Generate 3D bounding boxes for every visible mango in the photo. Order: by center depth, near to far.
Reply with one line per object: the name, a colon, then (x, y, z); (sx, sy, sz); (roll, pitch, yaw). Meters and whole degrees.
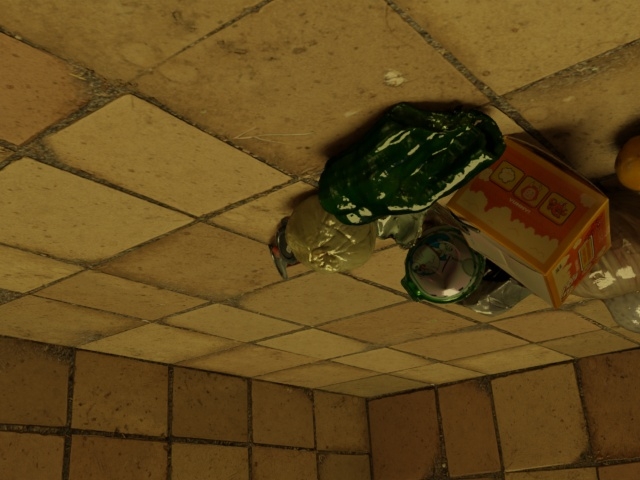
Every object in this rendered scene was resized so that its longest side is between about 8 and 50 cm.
mango: (0.725, -0.159, 1.580); (0.316, 0.119, 0.176); (5, 162, -45)

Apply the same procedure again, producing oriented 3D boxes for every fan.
fan: (0.273, -0.048, 1.566); (0.132, 0.009, 0.220); (40, 180, -27)

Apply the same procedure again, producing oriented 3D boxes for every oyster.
oyster: (0.194, -0.051, 1.815); (0.199, 0.087, 0.252); (-6, 153, 33)

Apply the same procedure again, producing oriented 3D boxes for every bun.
bun: (0.021, -0.006, 1.764); (0.220, 0.134, 0.221); (3, 129, 4)

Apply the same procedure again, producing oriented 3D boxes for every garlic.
garlic: (0.686, 0.003, 1.800); (0.259, 0.317, 0.317); (48, 137, -15)

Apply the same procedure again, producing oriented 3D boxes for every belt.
belt: (0.490, 0.093, 2.056); (0.164, 0.184, 0.289); (17, 134, -37)

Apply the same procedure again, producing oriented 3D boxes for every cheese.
cheese: (0.338, 0.029, 1.843); (0.320, 0.204, 0.083); (-40, 153, 8)

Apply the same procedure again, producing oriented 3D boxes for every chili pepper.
chili pepper: (0.164, -0.139, 1.483); (0.384, 0.168, 0.213); (-23, 154, 36)

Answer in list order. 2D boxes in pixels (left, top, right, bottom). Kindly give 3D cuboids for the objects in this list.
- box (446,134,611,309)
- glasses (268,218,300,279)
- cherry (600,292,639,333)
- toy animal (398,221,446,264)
box: (0.454, -0.036, 1.600); (0.214, 0.259, 0.283); (-52, 152, -1)
glasses: (0.000, 0.000, 1.991); (0.268, 0.118, 0.234); (-17, 162, -22)
cherry: (0.925, 0.109, 2.081); (0.326, 0.291, 0.335); (-11, 162, -34)
toy animal: (0.336, 0.011, 1.990); (0.185, 0.104, 0.184); (16, 143, -31)
